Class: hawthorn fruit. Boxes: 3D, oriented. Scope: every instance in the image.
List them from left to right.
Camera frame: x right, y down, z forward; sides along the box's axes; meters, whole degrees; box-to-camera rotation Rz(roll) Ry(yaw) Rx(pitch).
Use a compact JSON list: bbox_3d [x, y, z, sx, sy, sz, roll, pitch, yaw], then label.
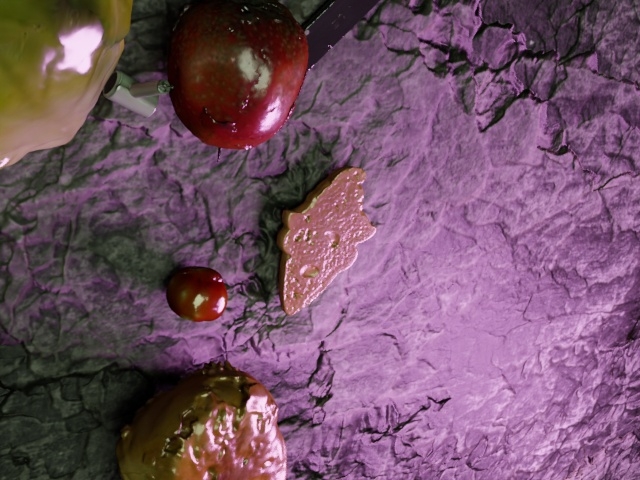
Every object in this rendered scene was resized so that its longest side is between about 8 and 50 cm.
[{"bbox_3d":[-0.104,-0.190,1.079,0.181,0.181,0.235,-14,134,-26],"label":"hawthorn fruit"}]

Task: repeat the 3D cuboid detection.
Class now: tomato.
[{"bbox_3d":[-0.171,0.071,1.209,0.087,0.087,0.075,5,107,-33],"label":"tomato"}]

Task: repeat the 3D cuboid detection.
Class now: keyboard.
[{"bbox_3d":[0.023,-0.308,1.190,0.195,0.018,0.060,-45,135,-6],"label":"keyboard"}]

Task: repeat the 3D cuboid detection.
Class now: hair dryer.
[{"bbox_3d":[-0.206,-0.180,1.043,0.063,0.124,0.038,27,75,-39],"label":"hair dryer"}]

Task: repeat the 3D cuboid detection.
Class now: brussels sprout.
[{"bbox_3d":[-0.340,-0.235,0.840,0.344,0.268,0.344,-42,163,-16],"label":"brussels sprout"}]

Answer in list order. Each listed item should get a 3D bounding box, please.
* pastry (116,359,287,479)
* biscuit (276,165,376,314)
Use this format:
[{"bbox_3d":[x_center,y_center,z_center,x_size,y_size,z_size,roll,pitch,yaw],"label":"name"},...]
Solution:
[{"bbox_3d":[-0.177,0.320,1.274,0.255,0.162,0.311,-25,128,-32],"label":"pastry"},{"bbox_3d":[0.000,0.000,1.312,0.162,0.035,0.250,20,100,-32],"label":"biscuit"}]
